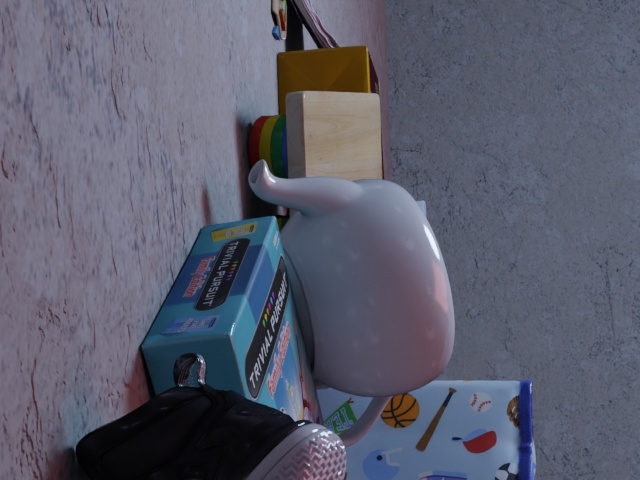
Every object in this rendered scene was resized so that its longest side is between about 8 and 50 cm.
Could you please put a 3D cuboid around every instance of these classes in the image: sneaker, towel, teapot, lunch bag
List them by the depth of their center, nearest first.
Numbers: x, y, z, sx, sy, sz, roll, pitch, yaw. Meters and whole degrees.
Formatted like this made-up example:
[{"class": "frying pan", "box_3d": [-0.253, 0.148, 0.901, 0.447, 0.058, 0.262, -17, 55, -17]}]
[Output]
[{"class": "sneaker", "box_3d": [-0.104, 0.207, 0.772, 0.269, 0.153, 0.101, -60, 155, 5]}, {"class": "teapot", "box_3d": [0.017, 0.066, 1.258, 0.252, 0.187, 0.256, 108, -36, -62]}, {"class": "lunch bag", "box_3d": [0.134, 0.371, 1.594, 0.385, 0.327, 0.239, 77, 18, -53]}, {"class": "towel", "box_3d": [0.005, -0.316, 1.822, 0.144, 0.029, 0.197, 60, 3, 10]}]

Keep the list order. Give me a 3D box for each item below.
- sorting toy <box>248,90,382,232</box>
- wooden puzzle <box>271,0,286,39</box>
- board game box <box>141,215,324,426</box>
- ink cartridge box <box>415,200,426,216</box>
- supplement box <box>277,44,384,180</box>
[{"class": "sorting toy", "box_3d": [-0.006, -0.058, 1.489, 0.257, 0.089, 0.256, -14, 103, -66]}, {"class": "wooden puzzle", "box_3d": [-0.056, -0.332, 1.670, 0.078, 0.014, 0.116, 64, 24, -70]}, {"class": "board game box", "box_3d": [-0.058, 0.181, 1.086, 0.254, 0.079, 0.336, -75, 155, -66]}, {"class": "ink cartridge box", "box_3d": [0.096, 0.070, 1.971, 0.311, 0.185, 0.065, 79, 8, -45]}, {"class": "supplement box", "box_3d": [0.020, -0.164, 1.724, 0.194, 0.129, 0.191, 44, 43, -79]}]
